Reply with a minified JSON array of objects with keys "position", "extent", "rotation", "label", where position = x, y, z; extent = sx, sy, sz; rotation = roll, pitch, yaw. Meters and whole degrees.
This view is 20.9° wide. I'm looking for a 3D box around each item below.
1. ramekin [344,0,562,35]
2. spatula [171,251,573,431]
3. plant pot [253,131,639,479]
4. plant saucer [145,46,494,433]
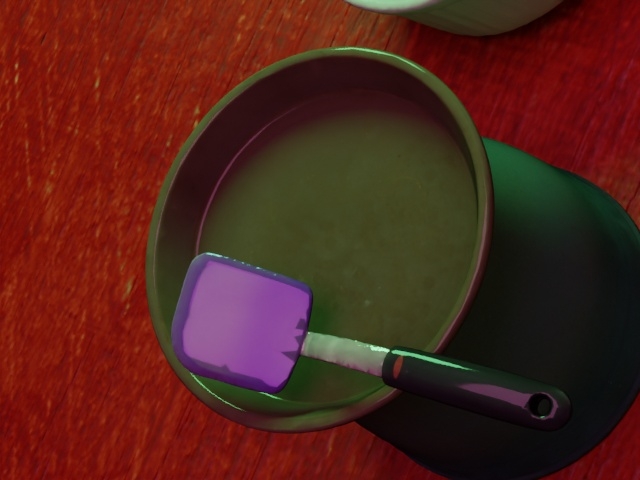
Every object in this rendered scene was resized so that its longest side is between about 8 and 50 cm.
[{"position":[0.123,-0.307,1.462],"extent":[0.277,0.135,0.277],"rotation":[-13,70,39],"label":"ramekin"},{"position":[0.028,0.077,1.121],"extent":[0.296,0.030,0.084],"rotation":[14,83,34],"label":"spatula"},{"position":[0.087,0.032,1.322],"extent":[0.272,0.255,0.271],"rotation":[-10,69,28],"label":"plant pot"},{"position":[0.000,0.000,1.206],"extent":[0.278,0.041,0.277],"rotation":[-11,68,28],"label":"plant saucer"}]
